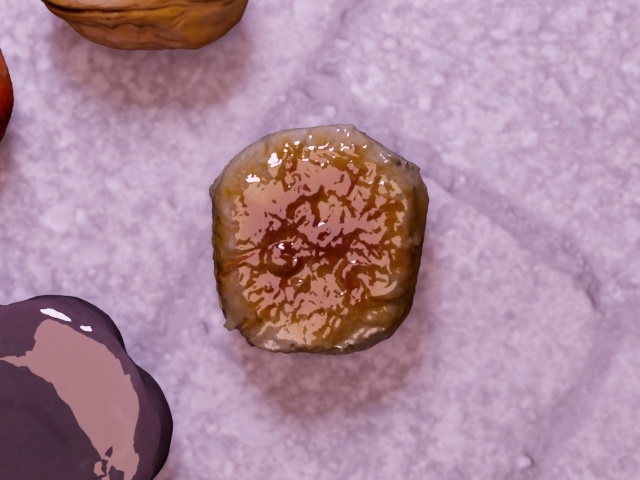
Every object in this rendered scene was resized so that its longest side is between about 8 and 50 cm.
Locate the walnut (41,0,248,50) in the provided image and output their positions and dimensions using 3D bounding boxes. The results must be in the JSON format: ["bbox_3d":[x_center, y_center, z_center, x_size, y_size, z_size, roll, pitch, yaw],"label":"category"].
[{"bbox_3d":[-0.148,-0.225,1.499,0.180,0.144,0.144,-4,90,3],"label":"walnut"}]

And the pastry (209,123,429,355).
[{"bbox_3d":[0.000,0.000,1.522,0.182,0.093,0.193,-3,94,0],"label":"pastry"}]

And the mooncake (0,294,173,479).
[{"bbox_3d":[-0.242,0.157,1.506,0.244,0.133,0.245,0,91,0],"label":"mooncake"}]

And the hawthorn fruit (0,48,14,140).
[{"bbox_3d":[-0.315,-0.126,1.507,0.133,0.133,0.138,-41,99,1],"label":"hawthorn fruit"}]
